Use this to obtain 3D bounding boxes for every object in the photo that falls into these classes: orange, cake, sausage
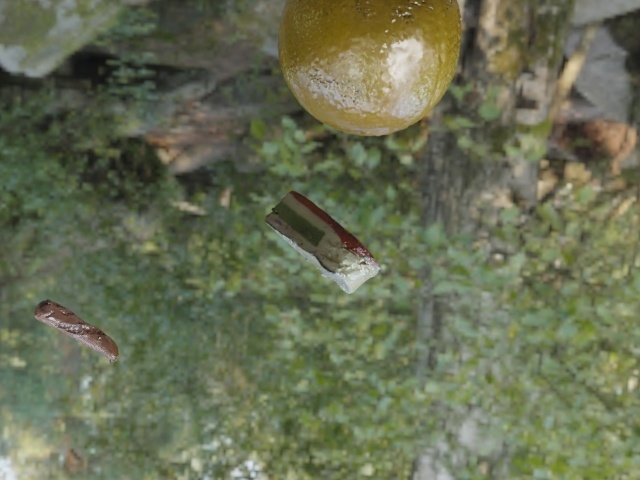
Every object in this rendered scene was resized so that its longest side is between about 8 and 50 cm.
[{"bbox_3d":[0.070,-0.285,1.585,0.274,0.274,0.274,4,-172,-1],"label":"orange"},{"bbox_3d":[0.003,-0.003,1.966,0.220,0.086,0.117,44,169,6],"label":"cake"},{"bbox_3d":[-0.393,0.147,1.822,0.158,0.042,0.036,36,162,-18],"label":"sausage"}]
